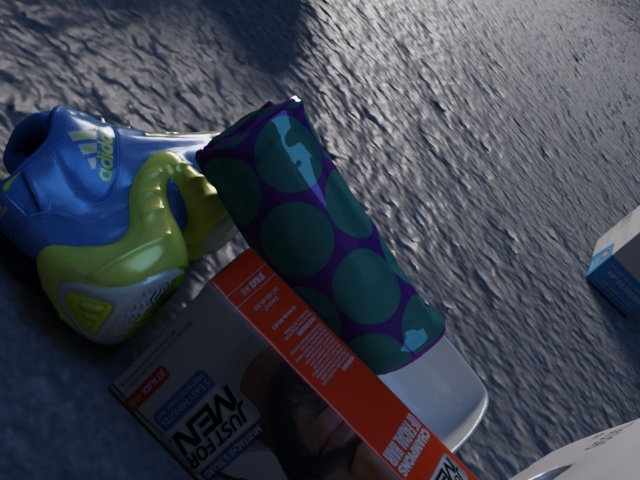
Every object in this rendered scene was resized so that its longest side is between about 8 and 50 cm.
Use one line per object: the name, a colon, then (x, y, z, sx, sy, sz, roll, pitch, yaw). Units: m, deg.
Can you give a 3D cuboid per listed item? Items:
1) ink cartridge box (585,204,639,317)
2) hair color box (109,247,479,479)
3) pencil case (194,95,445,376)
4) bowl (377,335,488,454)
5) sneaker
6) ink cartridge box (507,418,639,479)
ink cartridge box: (0.346, -0.018, 1.124, 0.061, 0.181, 0.104, 44, 28, -1)
hair color box: (-0.013, 0.098, 0.586, 0.167, 0.093, 0.053, 45, 29, 1)
pencil case: (0.000, 0.000, 0.614, 0.151, 0.064, 0.070, 57, 28, -7)
bowl: (0.025, 0.079, 0.705, 0.142, 0.053, 0.142, 49, 29, 7)
sneaker: (-0.097, -0.043, 0.665, 0.126, 0.091, 0.240, 43, 29, -3)
ink cartridge box: (0.193, 0.272, 0.464, 0.285, 0.166, 0.395, -11, 74, -57)
